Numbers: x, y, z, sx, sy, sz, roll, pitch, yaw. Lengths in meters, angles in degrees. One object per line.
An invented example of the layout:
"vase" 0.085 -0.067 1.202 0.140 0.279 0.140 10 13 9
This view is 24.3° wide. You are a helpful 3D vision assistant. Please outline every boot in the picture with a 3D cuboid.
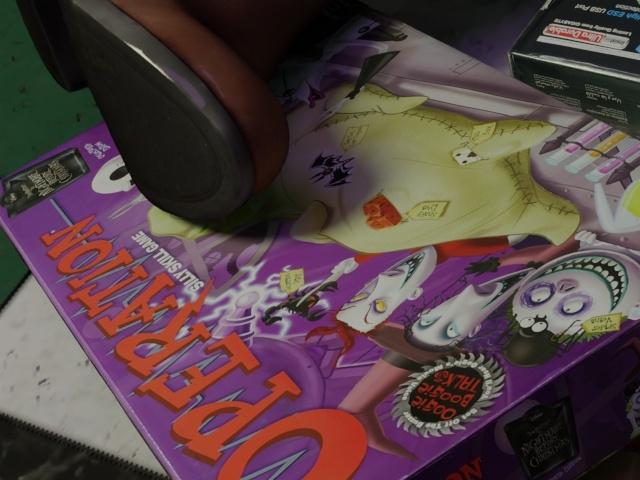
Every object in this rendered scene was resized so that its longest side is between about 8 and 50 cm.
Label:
"boot" 0.020 -0.124 0.676 0.280 0.096 0.264 -24 23 -13

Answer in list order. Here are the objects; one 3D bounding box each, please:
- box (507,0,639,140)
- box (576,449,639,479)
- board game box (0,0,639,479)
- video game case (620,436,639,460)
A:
"box" 0.220 -0.102 0.657 0.220 0.051 0.175 18 58 34
"box" 0.008 0.148 0.459 0.164 0.021 0.201 -3 41 24
"board game box" 0.000 0.000 0.597 0.208 0.056 0.347 -36 32 -9
"video game case" 0.090 0.118 0.512 0.210 0.041 0.232 10 54 31
